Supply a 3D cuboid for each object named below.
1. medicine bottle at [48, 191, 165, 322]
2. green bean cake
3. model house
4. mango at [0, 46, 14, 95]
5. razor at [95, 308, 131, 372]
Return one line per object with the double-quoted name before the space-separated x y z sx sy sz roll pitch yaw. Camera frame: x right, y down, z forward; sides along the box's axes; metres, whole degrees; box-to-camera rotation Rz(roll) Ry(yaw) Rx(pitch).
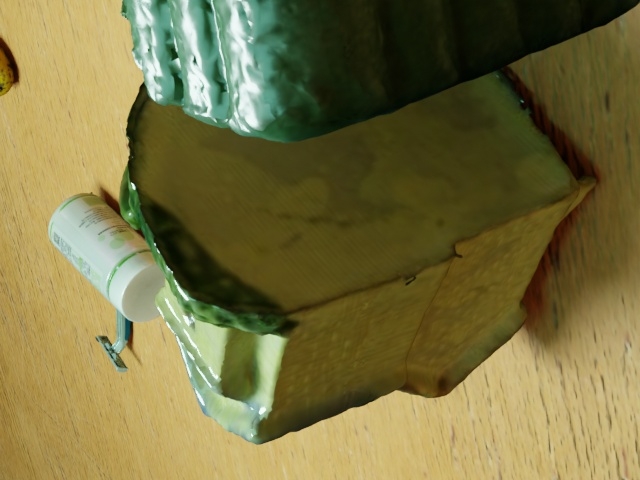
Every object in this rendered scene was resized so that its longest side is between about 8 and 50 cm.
"medicine bottle" -0.257 0.019 1.923 0.183 0.086 0.086 40 145 39
"green bean cake" 0.009 -0.198 0.996 0.300 0.308 0.169 22 131 51
"model house" 0.000 0.000 1.204 0.261 0.321 0.266 56 155 30
"mango" -0.447 -0.231 2.077 0.114 0.057 0.079 34 148 51
"razor" -0.270 0.090 2.066 0.068 0.037 0.191 50 149 35
